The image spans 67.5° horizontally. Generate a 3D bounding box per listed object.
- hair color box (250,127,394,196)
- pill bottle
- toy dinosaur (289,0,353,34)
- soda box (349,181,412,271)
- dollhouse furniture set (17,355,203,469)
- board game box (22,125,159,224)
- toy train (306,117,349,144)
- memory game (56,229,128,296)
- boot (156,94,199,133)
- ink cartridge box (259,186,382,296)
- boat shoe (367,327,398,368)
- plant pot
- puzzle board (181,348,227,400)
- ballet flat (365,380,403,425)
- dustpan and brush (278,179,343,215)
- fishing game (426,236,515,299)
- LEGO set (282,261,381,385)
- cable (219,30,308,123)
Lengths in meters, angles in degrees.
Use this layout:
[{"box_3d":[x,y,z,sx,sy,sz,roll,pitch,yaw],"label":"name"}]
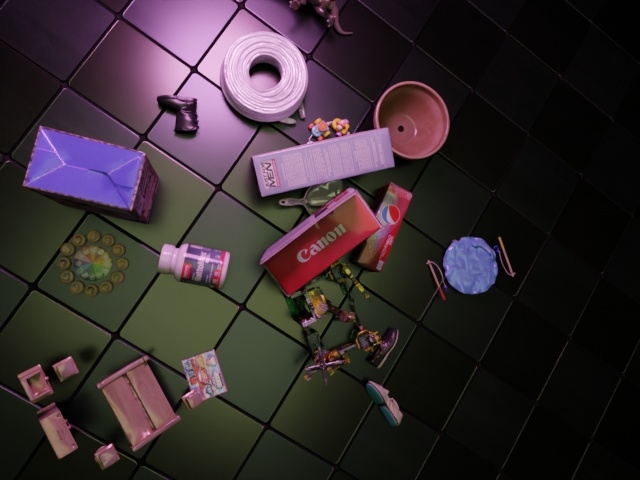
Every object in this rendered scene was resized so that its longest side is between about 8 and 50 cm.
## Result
[{"box_3d":[-0.002,-0.223,1.352,0.373,0.185,0.114,-13,102,-7],"label":"hair color box"},{"box_3d":[-0.348,0.068,1.323,0.179,0.108,0.108,12,84,-11],"label":"pill bottle"},{"box_3d":[-0.014,-0.738,1.432,0.313,0.121,0.161,16,50,-24],"label":"toy dinosaur"},{"box_3d":[0.183,-0.038,1.454,0.083,0.092,0.264,26,82,-9],"label":"soda box"},{"box_3d":[-0.554,0.399,1.282,0.355,0.173,0.304,-28,94,-34],"label":"dollhouse furniture set"},{"box_3d":[-0.549,-0.148,1.195,0.231,0.291,0.141,13,83,-12],"label":"board game box"},{"box_3d":[0.043,-0.315,1.462,0.166,0.046,0.125,3,86,-13],"label":"toy train"},{"box_3d":[-0.623,0.062,1.310,0.186,0.012,0.187,1,87,-12],"label":"memory game"},{"box_3d":[-0.406,-0.359,1.367,0.121,0.045,0.099,1,90,-13],"label":"boot"},{"box_3d":[0.000,0.000,1.285,0.309,0.272,0.130,-37,97,4],"label":"ink cartridge box"},{"box_3d":[0.192,0.323,1.459,0.042,0.049,0.133,35,85,-17],"label":"boat shoe"},{"box_3d":[0.268,-0.357,1.482,0.237,0.109,0.238,1,86,-12],"label":"plant pot"},{"box_3d":[-0.329,0.386,1.359,0.096,0.011,0.128,-17,91,-13],"label":"puzzle board"},{"box_3d":[0.195,0.486,1.458,0.052,0.057,0.168,-37,100,-40],"label":"ballet flat"},{"box_3d":[-0.023,-0.115,1.429,0.210,0.060,0.148,-3,88,-13],"label":"dustpan and brush"},{"box_3d":[0.480,0.080,1.544,0.263,0.041,0.189,-21,84,-7],"label":"fishing game"},{"box_3d":[0.037,0.220,1.356,0.254,0.192,0.332,-14,91,-13],"label":"LEGO set"},{"box_3d":[-0.164,-0.477,1.402,0.256,0.089,0.258,-2,88,-13],"label":"cable"}]
